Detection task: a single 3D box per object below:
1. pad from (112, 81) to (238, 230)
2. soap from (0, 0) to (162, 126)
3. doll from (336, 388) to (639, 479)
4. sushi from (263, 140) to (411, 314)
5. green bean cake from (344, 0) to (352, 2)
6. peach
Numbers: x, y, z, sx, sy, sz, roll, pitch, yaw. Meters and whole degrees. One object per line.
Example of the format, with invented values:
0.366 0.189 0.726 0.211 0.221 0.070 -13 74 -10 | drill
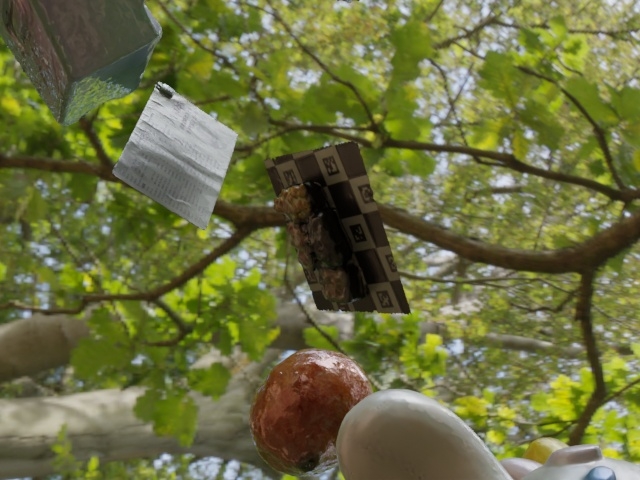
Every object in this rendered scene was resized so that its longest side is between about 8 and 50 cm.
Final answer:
-0.213 -0.136 1.458 0.009 0.160 0.265 -45 -159 35 | pad
-0.401 -0.407 1.297 0.446 0.156 0.261 57 -24 1 | soap
0.230 0.215 0.632 0.187 0.366 0.376 -46 -114 10 | doll
0.000 0.000 1.145 0.192 0.051 0.215 -4 -71 54 | sushi
0.024 -0.499 1.507 0.241 0.255 0.132 -44 -118 45 | green bean cake
-0.013 0.294 1.556 0.233 0.232 0.232 -4 -98 33 | peach
